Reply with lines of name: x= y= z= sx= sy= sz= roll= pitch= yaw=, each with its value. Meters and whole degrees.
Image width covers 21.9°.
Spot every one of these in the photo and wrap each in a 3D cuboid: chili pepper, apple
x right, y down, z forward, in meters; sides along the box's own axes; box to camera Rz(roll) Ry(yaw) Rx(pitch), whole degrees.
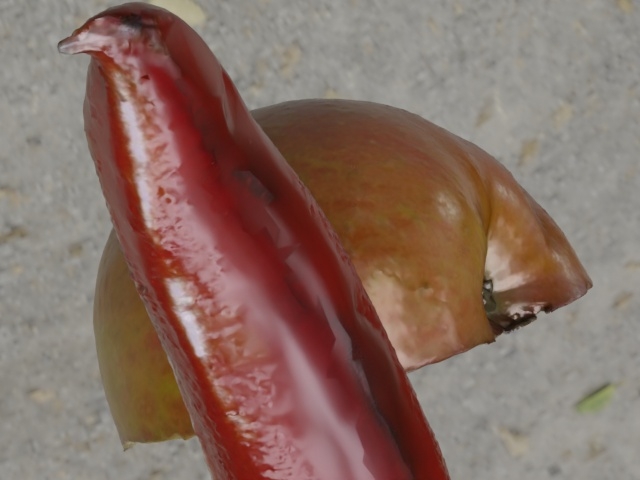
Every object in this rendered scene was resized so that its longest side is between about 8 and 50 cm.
chili pepper: x=-0.014 y=0.065 z=0.619 sx=0.092 sy=0.137 sz=0.368 roll=-24 pitch=116 yaw=8
apple: x=0.000 y=0.000 z=0.946 sx=0.251 sy=0.163 sz=0.293 roll=-19 pitch=-179 yaw=26
